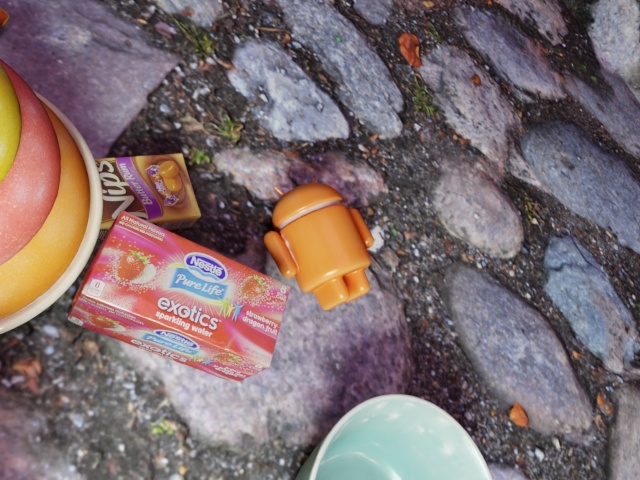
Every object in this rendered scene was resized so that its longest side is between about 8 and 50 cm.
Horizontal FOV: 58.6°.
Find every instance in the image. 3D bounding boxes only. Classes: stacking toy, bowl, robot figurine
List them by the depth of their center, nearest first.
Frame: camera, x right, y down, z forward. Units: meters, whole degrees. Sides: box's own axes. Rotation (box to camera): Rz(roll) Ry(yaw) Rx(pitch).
[{"bbox_3d":[-0.367,-0.096,0.498,0.351,0.480,0.350,6,74,-22],"label":"stacking toy"},{"bbox_3d":[0.078,0.379,0.777,0.312,0.163,0.311,13,62,-26],"label":"bowl"},{"bbox_3d":[0.001,0.000,0.933,0.158,0.128,0.219,-25,80,5],"label":"robot figurine"}]

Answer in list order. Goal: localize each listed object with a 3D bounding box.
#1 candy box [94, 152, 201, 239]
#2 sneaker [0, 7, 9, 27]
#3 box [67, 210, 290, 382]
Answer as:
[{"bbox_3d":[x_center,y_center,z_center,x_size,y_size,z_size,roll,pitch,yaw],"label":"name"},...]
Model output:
[{"bbox_3d":[-0.281,-0.064,0.833,0.187,0.053,0.109,-11,74,-34],"label":"candy box"},{"bbox_3d":[-0.530,-0.375,0.830,0.175,0.064,0.067,54,32,-5],"label":"sneaker"},{"bbox_3d":[-0.187,0.084,0.775,0.257,0.123,0.128,27,55,-19],"label":"box"}]
